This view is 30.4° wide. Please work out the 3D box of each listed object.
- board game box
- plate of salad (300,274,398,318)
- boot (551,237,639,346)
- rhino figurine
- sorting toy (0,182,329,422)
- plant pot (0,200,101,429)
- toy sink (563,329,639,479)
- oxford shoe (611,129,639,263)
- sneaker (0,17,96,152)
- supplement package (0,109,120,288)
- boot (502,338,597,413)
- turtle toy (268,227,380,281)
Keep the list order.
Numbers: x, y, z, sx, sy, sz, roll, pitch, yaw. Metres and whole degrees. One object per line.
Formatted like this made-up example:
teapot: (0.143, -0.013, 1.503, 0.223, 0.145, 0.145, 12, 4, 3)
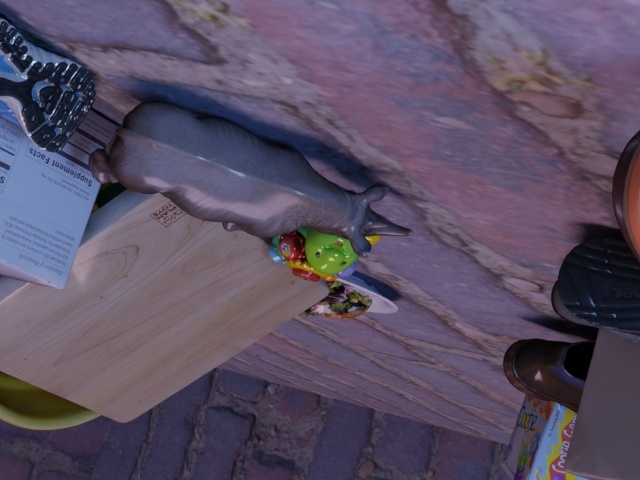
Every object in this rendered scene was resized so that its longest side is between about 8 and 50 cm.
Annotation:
board game box: (0.398, 0.289, 1.531, 0.275, 0.142, 0.144, 18, -176, -3)
plate of salad: (-0.009, 0.061, 1.356, 0.199, 0.048, 0.200, 17, 169, 3)
boot: (0.289, 0.061, 0.861, 0.246, 0.083, 0.161, 20, 177, 15)
rhino figurine: (-0.044, -0.038, 0.856, 0.243, 0.073, 0.106, 18, 172, -14)
sorting toy: (-0.167, 0.036, 1.074, 0.257, 0.089, 0.255, -33, 144, 14)
plant pot: (-0.310, 0.036, 1.246, 0.239, 0.254, 0.254, 28, 179, 43)
toy sink: (0.340, 0.154, 1.007, 0.131, 0.153, 0.234, 21, 168, -17)
oxford shoe: (0.250, 0.031, 0.615, 0.363, 0.130, 0.132, 28, 174, -35)
sneaker: (-0.214, -0.118, 0.804, 0.073, 0.063, 0.162, 32, 172, 28)
supplement package: (-0.328, -0.080, 0.896, 0.204, 0.145, 0.262, 9, 166, 35)
boot: (0.308, 0.150, 1.216, 0.219, 0.082, 0.106, 14, 168, -13)
turtle toy: (0.000, 0.000, 0.989, 0.095, 0.066, 0.130, 20, 169, -12)
